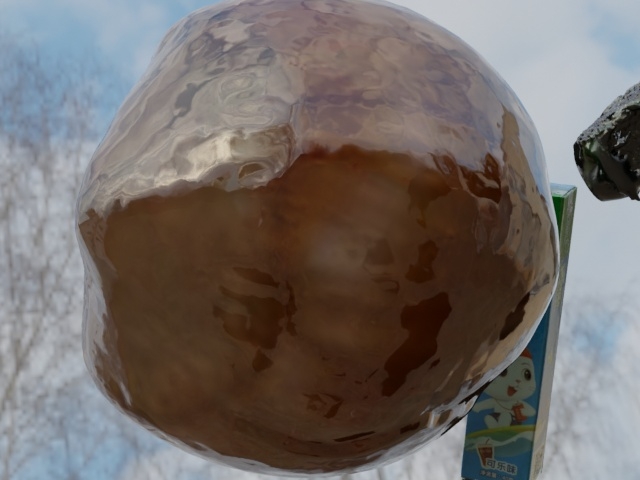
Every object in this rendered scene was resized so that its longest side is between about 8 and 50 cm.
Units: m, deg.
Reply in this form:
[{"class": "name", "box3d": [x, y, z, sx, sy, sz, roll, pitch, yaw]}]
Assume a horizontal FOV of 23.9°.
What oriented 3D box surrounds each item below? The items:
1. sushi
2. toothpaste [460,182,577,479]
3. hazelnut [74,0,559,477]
[{"class": "sushi", "box3d": [0.189, -0.063, 0.881, 0.083, 0.085, 0.056, -34, -79, 25]}, {"class": "toothpaste", "box3d": [0.167, 0.081, 1.291, 0.065, 0.050, 0.267, 11, -73, 21]}, {"class": "hazelnut", "box3d": [0.000, 0.000, 1.070, 0.372, 0.315, 0.372, -6, -73, -21]}]
